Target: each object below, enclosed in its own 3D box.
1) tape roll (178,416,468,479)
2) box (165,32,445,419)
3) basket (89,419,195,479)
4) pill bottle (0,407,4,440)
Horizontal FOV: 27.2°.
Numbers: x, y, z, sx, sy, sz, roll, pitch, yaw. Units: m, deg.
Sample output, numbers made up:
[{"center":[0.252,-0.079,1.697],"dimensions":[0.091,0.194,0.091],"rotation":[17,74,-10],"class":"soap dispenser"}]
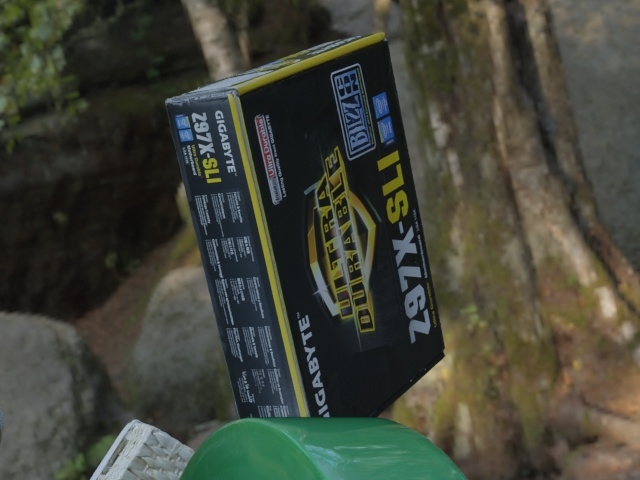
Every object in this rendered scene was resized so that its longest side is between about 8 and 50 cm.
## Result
[{"center":[-0.003,0.249,0.652],"dimensions":[0.077,0.321,0.321],"rotation":[3,3,-27],"class":"tape roll"},{"center":[0.000,0.000,1.158],"dimensions":[0.079,0.322,0.257],"rotation":[-4,15,30],"class":"box"},{"center":[-0.185,0.309,1.617],"dimensions":[0.113,0.167,0.103],"rotation":[-57,13,-18],"class":"basket"},{"center":[-0.211,0.146,0.611],"dimensions":[0.094,0.094,0.169],"rotation":[-10,52,22],"class":"pill bottle"}]
